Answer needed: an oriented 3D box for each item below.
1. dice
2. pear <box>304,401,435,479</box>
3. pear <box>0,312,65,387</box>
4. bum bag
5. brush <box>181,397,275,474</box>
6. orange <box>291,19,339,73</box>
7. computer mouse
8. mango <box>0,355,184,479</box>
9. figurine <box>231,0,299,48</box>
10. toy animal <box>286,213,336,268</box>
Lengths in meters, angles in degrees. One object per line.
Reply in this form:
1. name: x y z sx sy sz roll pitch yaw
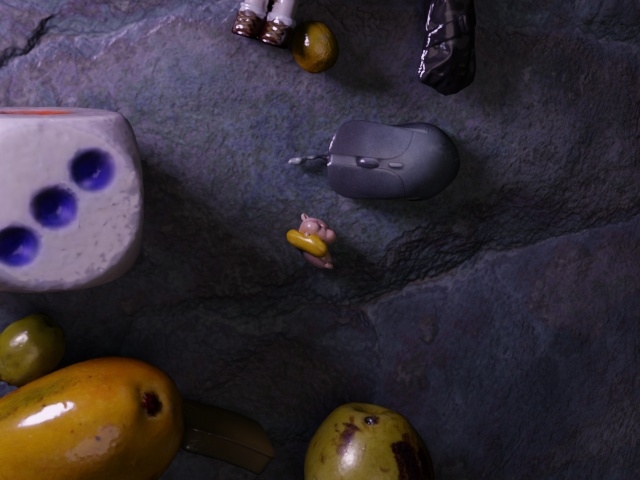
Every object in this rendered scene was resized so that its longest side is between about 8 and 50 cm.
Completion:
1. dice: -0.425 -0.071 1.086 0.259 0.243 0.251 -5 105 -26
2. pear: 0.102 0.470 1.453 0.283 0.283 0.284 -6 106 -23
3. pear: -0.489 0.186 1.198 0.107 0.107 0.131 32 89 -28
4. bum bag: 0.249 -0.452 1.374 0.144 0.095 0.341 -12 110 -37
5. brush: -0.190 0.376 1.370 0.197 0.123 0.059 27 95 -27
6. orange: -0.009 -0.350 1.287 0.085 0.085 0.095 -29 116 -15
7. computer mouse: 0.121 -0.151 1.398 0.379 0.090 0.167 -3 104 -22
8. mango: -0.440 0.347 1.173 0.445 0.300 0.232 -23 72 -2
9. figurine: -0.055 -0.514 1.184 0.281 0.167 0.370 19 107 10
10. toy animal: 0.000 0.000 1.384 0.114 0.091 0.082 46 68 -25
